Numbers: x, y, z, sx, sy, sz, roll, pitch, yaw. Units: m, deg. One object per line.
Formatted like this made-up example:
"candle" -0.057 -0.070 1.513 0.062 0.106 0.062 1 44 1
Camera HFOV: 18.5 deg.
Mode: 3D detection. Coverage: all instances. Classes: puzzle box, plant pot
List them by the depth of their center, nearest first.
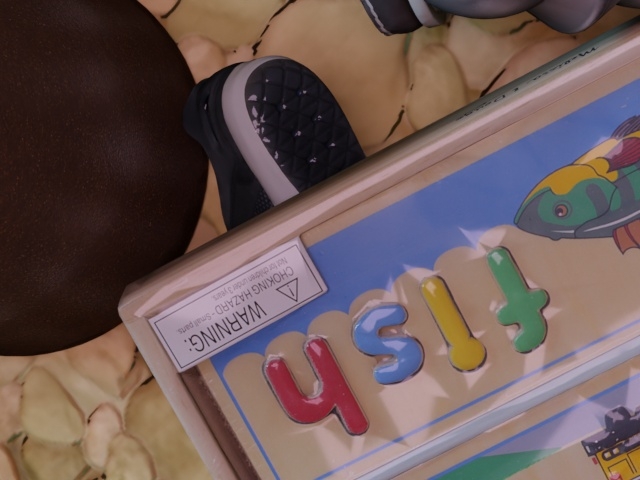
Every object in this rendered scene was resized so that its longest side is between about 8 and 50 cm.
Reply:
"puzzle box" 0.144 0.050 0.935 0.409 0.052 0.272 -28 102 6
"plant pot" -0.184 -0.045 0.946 0.215 0.230 0.215 0 90 10

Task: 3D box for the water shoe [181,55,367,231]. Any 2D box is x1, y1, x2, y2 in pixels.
"water shoe" 0.000 0.000 1.003 0.073 0.080 0.203 -31 104 -32

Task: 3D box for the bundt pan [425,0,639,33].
"bundt pan" 0.115 -0.226 0.818 0.331 0.124 0.330 -9 128 -12

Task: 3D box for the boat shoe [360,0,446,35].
"boat shoe" -0.006 -0.198 0.996 0.069 0.081 0.227 -26 79 13
